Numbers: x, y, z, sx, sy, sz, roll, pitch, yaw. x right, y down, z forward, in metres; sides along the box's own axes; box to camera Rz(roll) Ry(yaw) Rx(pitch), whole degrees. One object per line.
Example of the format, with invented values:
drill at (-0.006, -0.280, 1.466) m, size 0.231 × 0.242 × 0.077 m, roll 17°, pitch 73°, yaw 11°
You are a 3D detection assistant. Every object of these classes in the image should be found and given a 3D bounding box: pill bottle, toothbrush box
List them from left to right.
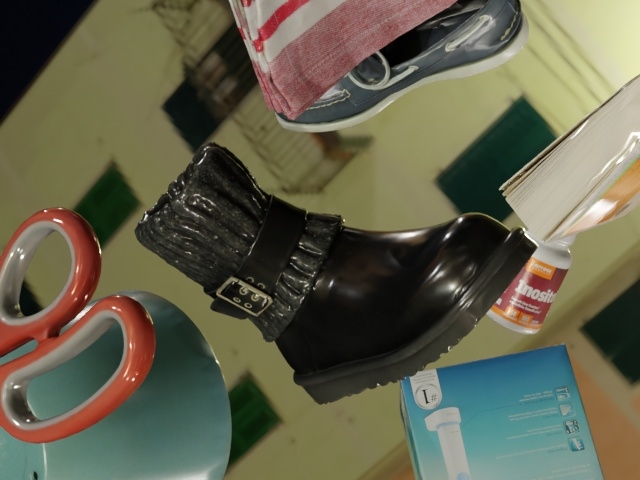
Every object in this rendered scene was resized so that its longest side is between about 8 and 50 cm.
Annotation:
toothbrush box at (0.231, 0.300, 1.714) m, size 0.126 × 0.216 × 0.296 m, roll 84°, pitch 174°, yaw -63°
pill bottle at (0.285, 0.043, 1.878) m, size 0.086 × 0.152 × 0.086 m, roll 21°, pitch -165°, yaw -6°

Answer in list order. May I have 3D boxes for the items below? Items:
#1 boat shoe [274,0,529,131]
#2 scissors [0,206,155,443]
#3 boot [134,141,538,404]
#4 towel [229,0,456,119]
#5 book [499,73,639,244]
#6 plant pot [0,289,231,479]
boat shoe at (0.061, -0.171, 1.272) m, size 0.079 × 0.254 × 0.095 m, roll 46°, pitch -144°, yaw -50°
scissors at (-0.203, 0.089, 0.722) m, size 0.021 × 0.297 × 0.109 m, roll 6°, pitch -126°, yaw -59°
boot at (-0.003, 0.003, 1.226) m, size 0.260 × 0.348 × 0.131 m, roll 47°, pitch -130°, yaw -10°
towel at (0.016, -0.273, 1.061) m, size 0.037 × 0.237 × 0.329 m, roll 37°, pitch 158°, yaw 40°
book at (0.160, -0.047, 0.698) m, size 0.035 × 0.096 × 0.144 m, roll 53°, pitch -154°, yaw 16°
plant pot at (-0.289, 0.219, 1.622) m, size 0.235 × 0.293 × 0.293 m, roll -11°, pitch -120°, yaw -50°
